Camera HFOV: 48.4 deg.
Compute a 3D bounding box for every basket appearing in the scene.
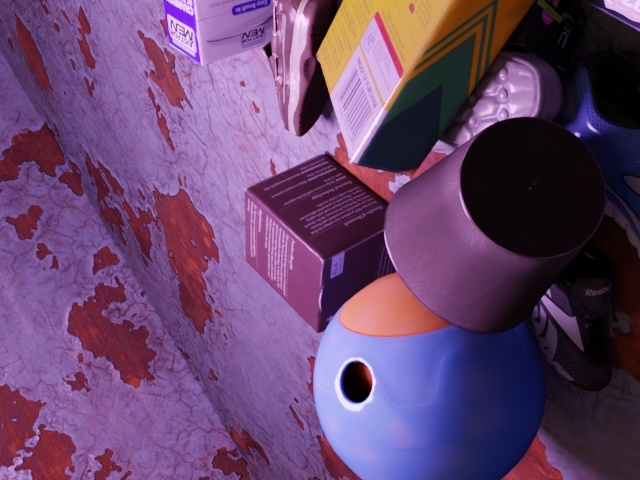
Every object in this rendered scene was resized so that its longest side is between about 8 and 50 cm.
[{"bbox_3d":[0.170,-0.015,0.699,0.204,0.154,0.227,49,167,8],"label":"basket"}]

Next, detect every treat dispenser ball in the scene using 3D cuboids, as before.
[{"bbox_3d":[0.135,0.179,0.902,0.288,0.288,0.288,38,142,37],"label":"treat dispenser ball"}]

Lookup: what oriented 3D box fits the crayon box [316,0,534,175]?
[{"bbox_3d":[0.111,-0.247,0.705,0.319,0.081,0.202,-58,34,41],"label":"crayon box"}]

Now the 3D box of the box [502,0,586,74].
[{"bbox_3d":[0.213,-0.211,0.708,0.052,0.083,0.062,23,93,48],"label":"box"}]

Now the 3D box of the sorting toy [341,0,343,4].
[{"bbox_3d":[0.089,-0.281,0.900,0.132,0.046,0.274,52,148,18],"label":"sorting toy"}]

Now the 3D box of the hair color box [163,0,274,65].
[{"bbox_3d":[-0.129,-0.435,0.978,0.110,0.185,0.339,37,141,38],"label":"hair color box"}]

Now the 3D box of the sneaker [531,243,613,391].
[{"bbox_3d":[0.298,0.072,0.830,0.106,0.078,0.234,-16,98,63],"label":"sneaker"}]

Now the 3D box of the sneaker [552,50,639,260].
[{"bbox_3d":[0.332,-0.052,0.625,0.330,0.129,0.147,45,149,28],"label":"sneaker"}]

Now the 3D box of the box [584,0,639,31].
[{"bbox_3d":[0.273,-0.284,0.603,0.220,0.051,0.175,44,146,30],"label":"box"}]

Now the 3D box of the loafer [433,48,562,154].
[{"bbox_3d":[0.162,-0.151,0.805,0.319,0.111,0.112,-165,74,-65],"label":"loafer"}]

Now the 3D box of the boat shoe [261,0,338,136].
[{"bbox_3d":[-0.036,-0.267,1.041,0.095,0.095,0.257,33,144,16],"label":"boat shoe"}]

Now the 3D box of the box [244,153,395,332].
[{"bbox_3d":[0.000,0.000,1.150,0.203,0.167,0.169,42,144,32],"label":"box"}]
